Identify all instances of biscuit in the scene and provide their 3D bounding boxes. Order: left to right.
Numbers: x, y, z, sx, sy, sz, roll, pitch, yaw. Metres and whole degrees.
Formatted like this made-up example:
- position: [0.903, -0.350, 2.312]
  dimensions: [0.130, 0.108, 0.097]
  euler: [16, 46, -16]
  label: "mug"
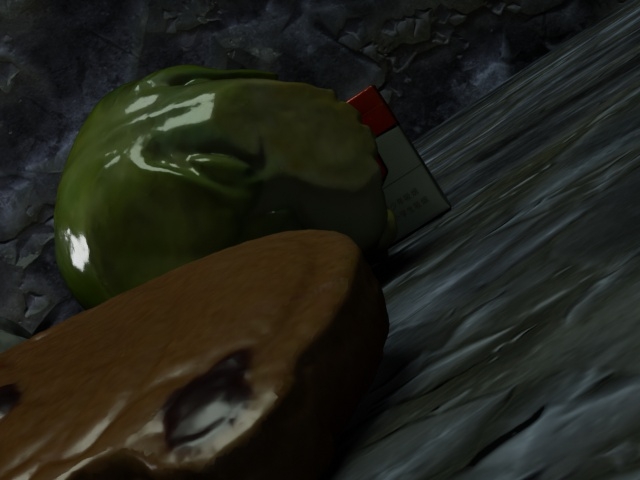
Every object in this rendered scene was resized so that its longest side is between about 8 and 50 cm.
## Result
- position: [-0.172, 0.122, 0.667]
  dimensions: [0.455, 0.078, 0.350]
  euler: [-29, 12, 2]
  label: "biscuit"

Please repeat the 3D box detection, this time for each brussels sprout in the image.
- position: [-0.096, -0.037, 1.110]
  dimensions: [0.344, 0.268, 0.344]
  euler: [-21, -9, -4]
  label: "brussels sprout"

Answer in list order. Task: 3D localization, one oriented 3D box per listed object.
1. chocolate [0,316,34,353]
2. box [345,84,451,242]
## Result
- position: [-0.391, 0.187, 1.186]
  dimensions: [0.303, 0.213, 0.303]
  euler: [-32, 5, 3]
  label: "chocolate"
- position: [0.055, -0.073, 1.226]
  dimensions: [0.100, 0.152, 0.048]
  euler: [-32, 0, 9]
  label: "box"
